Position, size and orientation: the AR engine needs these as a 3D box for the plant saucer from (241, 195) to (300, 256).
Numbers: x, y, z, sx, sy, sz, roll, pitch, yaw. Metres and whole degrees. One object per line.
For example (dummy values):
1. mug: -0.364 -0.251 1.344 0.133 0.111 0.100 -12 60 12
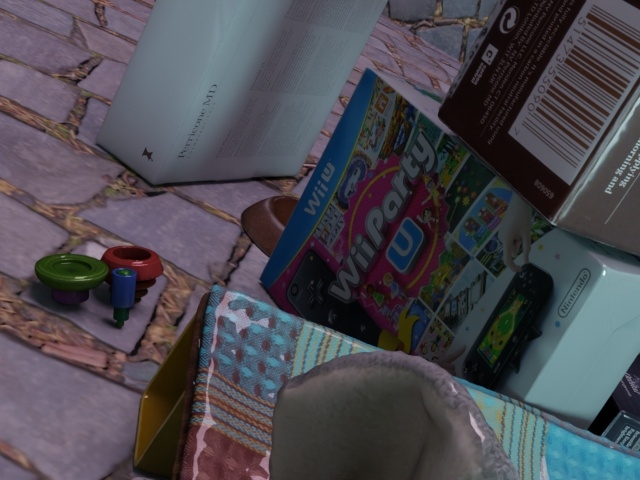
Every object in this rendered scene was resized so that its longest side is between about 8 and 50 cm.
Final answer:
1. plant saucer: 0.000 0.000 1.064 0.168 0.029 0.168 25 19 -9

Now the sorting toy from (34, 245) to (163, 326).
1. sorting toy: -0.157 0.035 0.755 0.102 0.042 0.061 -11 27 -44

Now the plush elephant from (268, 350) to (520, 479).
1. plush elephant: 0.042 0.188 0.337 0.272 0.330 0.255 56 -21 -6

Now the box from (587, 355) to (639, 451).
1. box: 0.283 0.174 0.926 0.158 0.093 0.156 26 19 -13

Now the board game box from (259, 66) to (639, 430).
1. board game box: 0.096 0.034 0.820 0.097 0.224 0.303 10 26 -38

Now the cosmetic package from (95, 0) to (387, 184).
1. cosmetic package: -0.044 -0.243 1.080 0.097 0.377 0.284 35 19 19

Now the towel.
1. towel: 0.089 0.187 0.572 0.370 0.040 0.271 23 41 -20

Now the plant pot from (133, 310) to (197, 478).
1. plant pot: -0.058 0.105 0.647 0.083 0.081 0.081 28 19 -17

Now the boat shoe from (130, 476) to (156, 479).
1. boat shoe: -0.063 0.155 0.581 0.100 0.035 0.035 17 24 -13

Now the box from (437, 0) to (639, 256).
1. box: 0.228 -0.093 0.725 0.203 0.168 0.167 17 22 -32
